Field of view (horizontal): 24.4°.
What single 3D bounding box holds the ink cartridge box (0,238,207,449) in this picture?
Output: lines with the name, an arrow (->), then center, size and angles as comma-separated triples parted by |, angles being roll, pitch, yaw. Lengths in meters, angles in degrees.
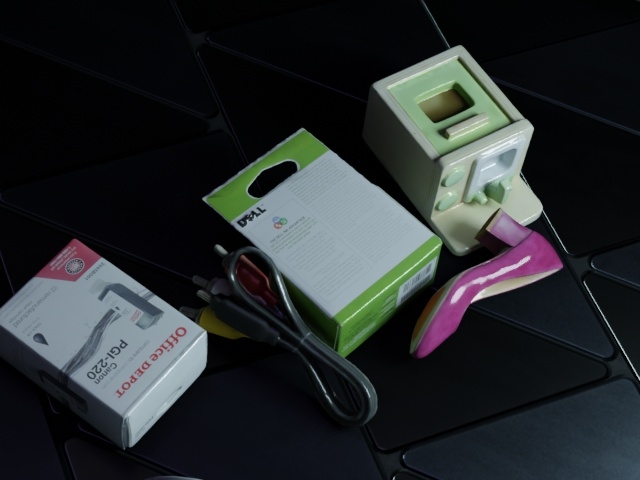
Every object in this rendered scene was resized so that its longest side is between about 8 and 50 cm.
ink cartridge box -> -0.267, 0.124, 1.792 | 0.218, 0.092, 0.158 | 34, 60, 15

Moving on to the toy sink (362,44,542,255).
toy sink -> 0.185, -0.123, 1.977 | 0.152, 0.131, 0.234 | -25, 63, -20

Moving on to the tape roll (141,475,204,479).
tape roll -> -0.121, 0.381, 1.544 | 0.246, 0.246, 0.169 | 17, 56, 6

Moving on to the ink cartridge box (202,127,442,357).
ink cartridge box -> 0.000, 0.000, 1.899 | 0.189, 0.097, 0.255 | -37, 65, -25

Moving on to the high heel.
high heel -> 0.212, 0.078, 1.891 | 0.117, 0.082, 0.244 | 39, 61, -4

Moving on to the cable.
cable -> -0.036, 0.106, 1.818 | 0.287, 0.139, 0.072 | 32, 18, 8
